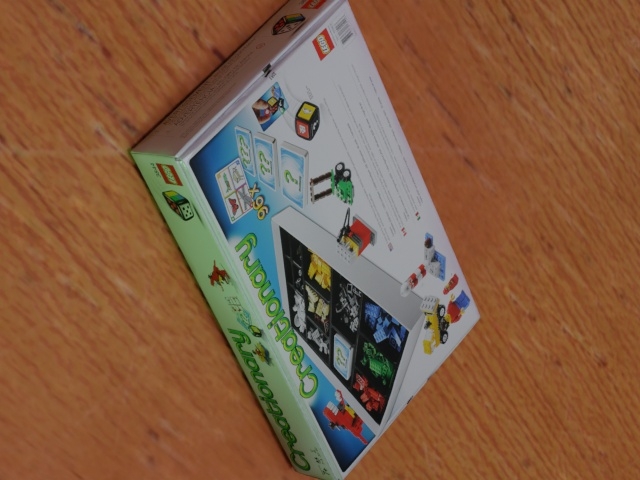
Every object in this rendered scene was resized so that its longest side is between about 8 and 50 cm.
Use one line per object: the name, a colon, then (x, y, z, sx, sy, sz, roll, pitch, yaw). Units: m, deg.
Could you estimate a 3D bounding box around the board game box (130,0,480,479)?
board game box: (0.000, 0.000, 1.416, 0.193, 0.053, 0.305, -46, 128, -31)
